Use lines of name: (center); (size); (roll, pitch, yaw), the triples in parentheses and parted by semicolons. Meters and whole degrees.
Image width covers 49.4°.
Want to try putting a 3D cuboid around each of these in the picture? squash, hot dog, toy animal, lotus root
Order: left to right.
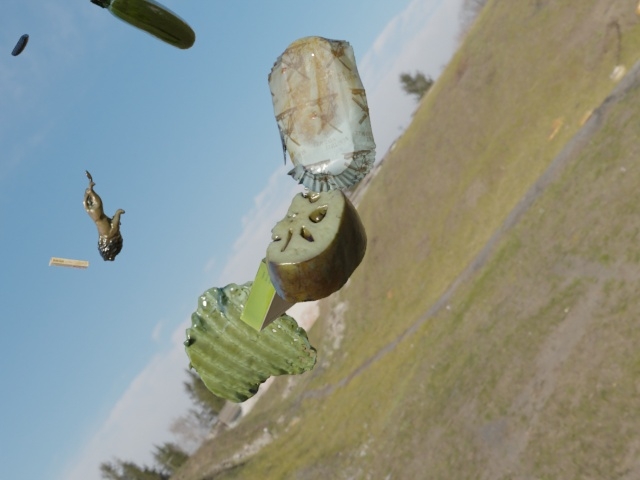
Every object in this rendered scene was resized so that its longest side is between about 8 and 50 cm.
toy animal: (-0.496, -0.060, 1.605); (0.069, 0.220, 0.086); (-7, 15, 44)
squash: (-0.329, -0.433, 1.351); (0.066, 0.066, 0.252); (-57, -29, 13)
lotus root: (0.000, 0.000, 1.285); (0.235, 0.138, 0.119); (-62, -33, -28)
hot dog: (0.004, -0.213, 1.151); (0.162, 0.271, 0.082); (-17, -14, 19)

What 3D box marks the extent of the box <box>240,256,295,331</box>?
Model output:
box: (-0.070, 0.083, 1.627); (0.260, 0.062, 0.175); (-33, -29, -53)

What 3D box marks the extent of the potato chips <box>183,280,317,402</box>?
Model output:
potato chips: (-0.216, 0.303, 2.059); (0.373, 0.389, 0.097); (-24, 24, 14)

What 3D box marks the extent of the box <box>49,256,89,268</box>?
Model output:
box: (-0.651, 0.060, 1.802); (0.058, 0.093, 0.015); (158, 117, -63)

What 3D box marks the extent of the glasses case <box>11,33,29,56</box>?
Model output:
glasses case: (-0.880, -0.574, 2.048); (0.083, 0.023, 0.033); (-37, 18, 34)
